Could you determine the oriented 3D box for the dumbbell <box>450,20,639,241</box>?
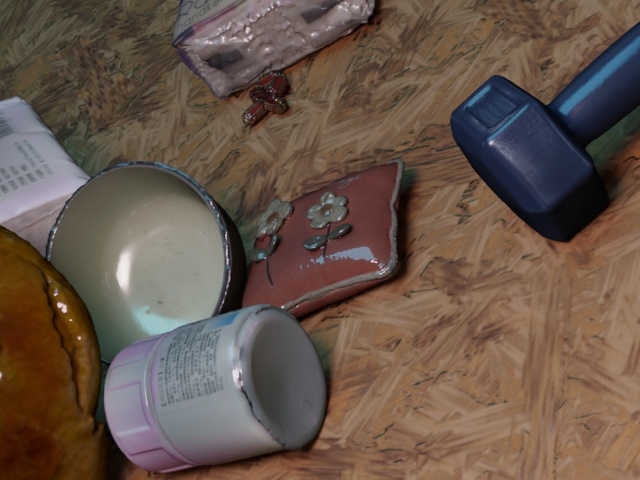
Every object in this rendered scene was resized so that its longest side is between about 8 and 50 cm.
[{"bbox_3d":[0.271,-0.147,1.472,0.316,0.156,0.143,-41,61,0],"label":"dumbbell"}]

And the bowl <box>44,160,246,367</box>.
[{"bbox_3d":[-0.163,0.029,1.697,0.211,0.112,0.211,-2,84,23],"label":"bowl"}]

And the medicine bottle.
[{"bbox_3d":[-0.097,0.137,1.511,0.168,0.135,0.135,-18,37,32],"label":"medicine bottle"}]

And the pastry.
[{"bbox_3d":[-0.335,0.138,1.583,0.163,0.356,0.356,-17,14,-38],"label":"pastry"}]

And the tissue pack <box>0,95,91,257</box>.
[{"bbox_3d":[-0.379,-0.003,1.894,0.266,0.194,0.356,-26,29,-12],"label":"tissue pack"}]

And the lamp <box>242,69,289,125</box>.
[{"bbox_3d":[-0.061,-0.173,1.968,0.063,0.031,0.083,-21,31,27],"label":"lamp"}]

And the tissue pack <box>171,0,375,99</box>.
[{"bbox_3d":[-0.052,-0.352,2.091,0.242,0.125,0.344,-25,34,23],"label":"tissue pack"}]

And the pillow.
[{"bbox_3d":[0.000,0.000,1.636,0.179,0.075,0.171,-23,34,24],"label":"pillow"}]
